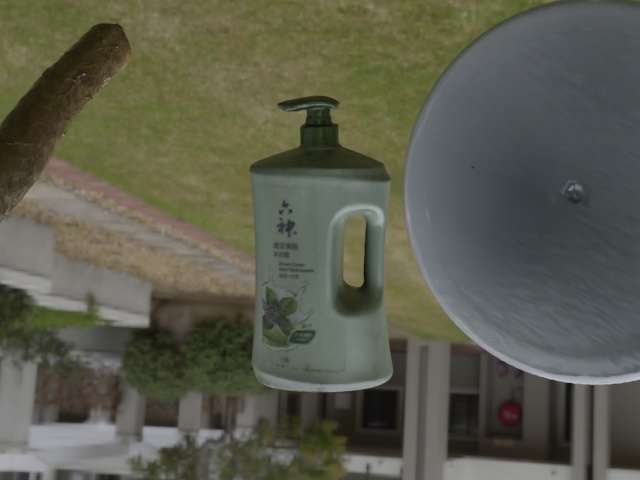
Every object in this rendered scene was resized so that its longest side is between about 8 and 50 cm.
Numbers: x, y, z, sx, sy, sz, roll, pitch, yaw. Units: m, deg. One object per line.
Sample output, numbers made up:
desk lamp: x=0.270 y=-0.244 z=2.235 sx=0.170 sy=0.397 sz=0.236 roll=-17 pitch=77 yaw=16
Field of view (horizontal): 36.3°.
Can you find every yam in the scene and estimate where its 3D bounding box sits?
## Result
yam: x=-0.330 y=-0.140 z=1.164 sx=0.081 sy=0.357 sz=0.081 roll=15 pitch=138 yaw=14

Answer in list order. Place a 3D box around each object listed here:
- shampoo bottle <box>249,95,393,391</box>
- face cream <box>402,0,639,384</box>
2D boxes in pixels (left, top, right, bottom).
shampoo bottle: x=0.000 y=0.000 z=0.796 sx=0.118 sy=0.234 sz=0.087 roll=0 pitch=-170 yaw=4
face cream: x=0.175 y=-0.031 z=0.568 sx=0.201 sy=0.201 sz=0.187 roll=-2 pitch=-176 yaw=31
